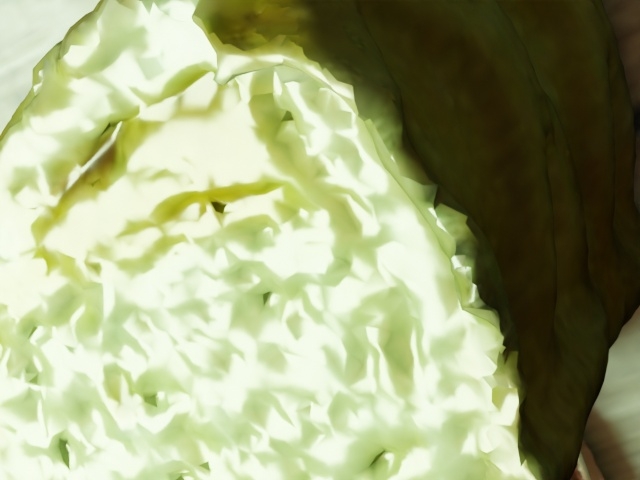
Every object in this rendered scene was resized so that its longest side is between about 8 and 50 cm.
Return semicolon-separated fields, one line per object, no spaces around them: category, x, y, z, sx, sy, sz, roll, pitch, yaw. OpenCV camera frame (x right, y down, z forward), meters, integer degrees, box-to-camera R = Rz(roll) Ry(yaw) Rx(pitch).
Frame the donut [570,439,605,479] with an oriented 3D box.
donut;0.058;0.145;0.712;0.117;0.065;0.166;45;120;-5

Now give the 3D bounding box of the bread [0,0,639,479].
bread;0.002;0.006;0.561;0.196;0.252;0.238;40;122;-1
